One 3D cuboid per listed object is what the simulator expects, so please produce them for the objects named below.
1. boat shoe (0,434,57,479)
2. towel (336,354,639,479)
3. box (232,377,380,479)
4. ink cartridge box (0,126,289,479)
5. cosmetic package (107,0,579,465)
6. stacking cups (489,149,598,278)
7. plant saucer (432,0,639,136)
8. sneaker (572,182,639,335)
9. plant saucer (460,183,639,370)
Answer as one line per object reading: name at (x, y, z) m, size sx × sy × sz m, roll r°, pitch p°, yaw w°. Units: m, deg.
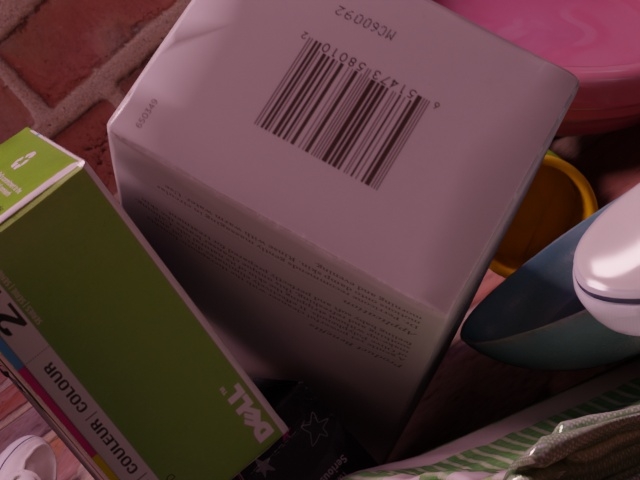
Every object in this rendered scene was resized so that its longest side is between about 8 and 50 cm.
boat shoe at (-0.291, 0.276, 1.449) m, size 0.076 × 0.083 × 0.226 m, roll -23°, pitch 31°, yaw 24°
towel at (0.140, 0.068, 0.614) m, size 0.248 × 0.038 × 0.325 m, roll -20°, pitch -8°, yaw -15°
box at (-0.077, 0.213, 0.850) m, size 0.247 × 0.142 × 0.163 m, roll -44°, pitch 13°, yaw -19°
ink cartridge box at (-0.096, 0.059, 0.713) m, size 0.097 × 0.188 × 0.255 m, roll -40°, pitch 24°, yaw -13°
cosmetic package at (0.000, 0.000, 0.867) m, size 0.155 × 0.197 × 0.365 m, roll -59°, pitch -6°, yaw -19°
stacking cups at (0.141, -0.054, 1.180) m, size 0.096 × 0.096 × 0.316 m, roll -40°, pitch 13°, yaw 7°
plant saucer at (0.178, -0.184, 1.191) m, size 0.332 × 0.332 × 0.084 m, roll -57°, pitch -24°, yaw -49°
sneaker at (0.202, -0.047, 0.589) m, size 0.258 × 0.091 × 0.094 m, roll -31°, pitch 35°, yaw 28°
plant saucer at (0.222, -0.013, 0.805) m, size 0.318 × 0.043 × 0.317 m, roll -31°, pitch 3°, yaw 2°
